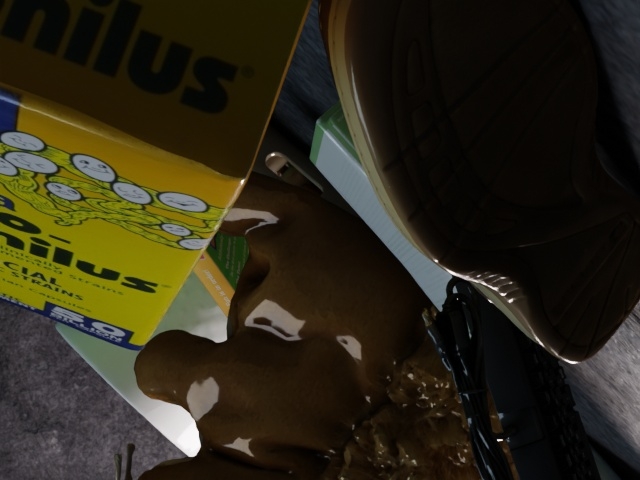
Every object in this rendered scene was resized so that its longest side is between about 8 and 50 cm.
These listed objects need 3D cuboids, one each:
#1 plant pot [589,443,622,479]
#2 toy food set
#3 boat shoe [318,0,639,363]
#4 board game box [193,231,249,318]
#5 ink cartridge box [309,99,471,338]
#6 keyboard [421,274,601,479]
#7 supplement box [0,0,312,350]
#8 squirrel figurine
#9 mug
[{"bbox_3d":[0.240,0.334,1.586,0.247,0.248,0.252,50,-174,-47],"label":"plant pot"},{"bbox_3d":[0.000,0.000,1.509,0.220,0.092,0.306,41,173,25],"label":"toy food set"},{"bbox_3d":[0.069,-0.051,0.703,0.123,0.123,0.342,37,177,37],"label":"boat shoe"},{"bbox_3d":[-0.090,0.012,1.445,0.259,0.039,0.124,60,-154,-33],"label":"board game box"},{"bbox_3d":[0.086,-0.003,1.052,0.235,0.056,0.171,48,174,2],"label":"ink cartridge box"},{"bbox_3d":[0.134,0.114,0.884,0.201,0.033,0.317,-11,-98,-64],"label":"keyboard"},{"bbox_3d":[-0.126,-0.093,0.683,0.194,0.195,0.356,20,161,-8],"label":"supplement box"},{"bbox_3d":[0.004,0.185,1.231,0.397,0.370,0.281,18,162,27],"label":"squirrel figurine"},{"bbox_3d":[-0.123,0.100,1.839,0.276,0.328,0.374,47,172,-28],"label":"mug"}]
